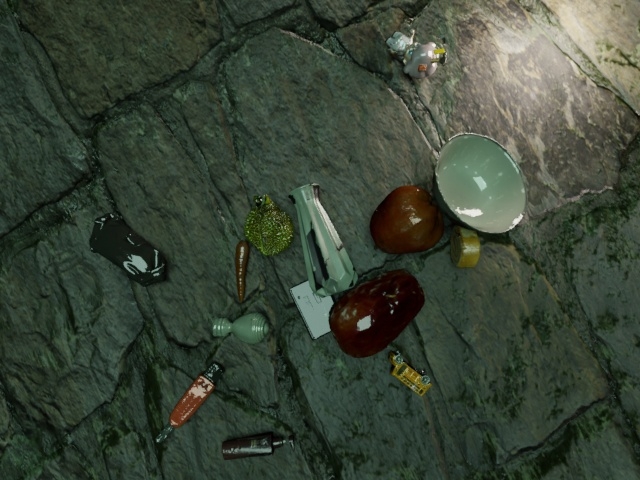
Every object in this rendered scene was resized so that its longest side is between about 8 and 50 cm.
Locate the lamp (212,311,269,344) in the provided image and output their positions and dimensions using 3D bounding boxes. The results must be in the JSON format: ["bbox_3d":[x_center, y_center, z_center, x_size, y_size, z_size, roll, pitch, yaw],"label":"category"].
[{"bbox_3d":[-0.262,0.289,1.453,0.192,0.106,0.107,1,87,11],"label":"lamp"}]

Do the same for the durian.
[{"bbox_3d":[-0.172,-0.044,1.447,0.159,0.146,0.198,-40,79,27],"label":"durian"}]

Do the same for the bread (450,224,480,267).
[{"bbox_3d":[0.468,0.021,1.431,0.073,0.149,0.122,1,129,1],"label":"bread"}]

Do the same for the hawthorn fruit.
[{"bbox_3d":[0.262,-0.049,1.407,0.260,0.224,0.224,-34,86,24],"label":"hawthorn fruit"}]

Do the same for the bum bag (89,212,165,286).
[{"bbox_3d":[-0.658,0.042,1.490,0.326,0.080,0.142,38,81,7],"label":"bum bag"}]

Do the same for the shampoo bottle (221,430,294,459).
[{"bbox_3d":[-0.203,0.678,1.439,0.236,0.067,0.068,-10,77,1],"label":"shampoo bottle"}]

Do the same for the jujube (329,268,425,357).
[{"bbox_3d":[0.178,0.228,1.384,0.317,0.223,0.223,-35,86,-9],"label":"jujube"}]

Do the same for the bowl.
[{"bbox_3d":[0.475,-0.157,1.402,0.336,0.157,0.338,6,70,-17],"label":"bowl"}]

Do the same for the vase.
[{"bbox_3d":[0.000,0.000,1.435,0.164,0.165,0.361,-19,82,1],"label":"vase"}]

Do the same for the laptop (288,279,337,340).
[{"bbox_3d":[-0.010,0.225,1.487,0.135,0.016,0.197,-26,86,-1],"label":"laptop"}]

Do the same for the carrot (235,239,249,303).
[{"bbox_3d":[-0.270,0.108,1.491,0.048,0.048,0.217,3,91,2],"label":"carrot"}]

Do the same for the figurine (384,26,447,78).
[{"bbox_3d":[0.320,-0.629,1.486,0.137,0.112,0.229,-44,73,-9],"label":"figurine"}]

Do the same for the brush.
[{"bbox_3d":[-0.441,0.544,1.467,0.070,0.051,0.323,41,85,-3],"label":"brush"}]

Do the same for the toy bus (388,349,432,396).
[{"bbox_3d":[0.284,0.434,1.439,0.162,0.069,0.074,38,90,2],"label":"toy bus"}]
